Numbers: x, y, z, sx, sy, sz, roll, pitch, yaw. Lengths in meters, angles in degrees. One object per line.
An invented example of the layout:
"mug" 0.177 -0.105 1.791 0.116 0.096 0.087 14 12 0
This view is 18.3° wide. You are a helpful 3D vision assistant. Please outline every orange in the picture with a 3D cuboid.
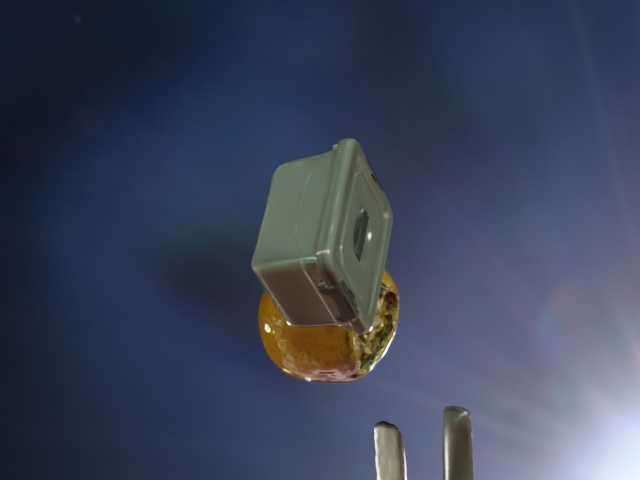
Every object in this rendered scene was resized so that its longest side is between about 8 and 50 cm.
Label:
"orange" 0.012 0.079 2.068 0.155 0.134 0.154 -36 -32 -27

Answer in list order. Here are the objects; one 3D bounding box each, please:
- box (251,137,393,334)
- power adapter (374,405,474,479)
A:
"box" 0.000 0.000 1.903 0.093 0.172 0.124 -8 -44 23
"power adapter" 0.069 0.234 1.251 0.187 0.255 0.124 -9 7 -41
